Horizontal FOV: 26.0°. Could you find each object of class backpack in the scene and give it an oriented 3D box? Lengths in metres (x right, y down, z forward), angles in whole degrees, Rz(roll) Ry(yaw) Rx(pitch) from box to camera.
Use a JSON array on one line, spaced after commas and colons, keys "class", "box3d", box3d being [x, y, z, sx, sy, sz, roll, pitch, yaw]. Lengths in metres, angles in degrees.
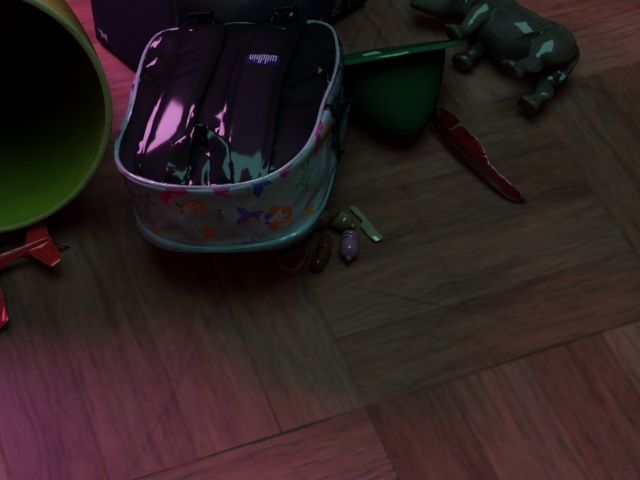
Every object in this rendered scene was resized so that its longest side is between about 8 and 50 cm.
[{"class": "backpack", "box3d": [-0.087, -0.093, 1.396, 0.225, 0.191, 0.253, 0, 40, 11]}]

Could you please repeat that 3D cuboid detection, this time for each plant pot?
[{"class": "plant pot", "box3d": [-0.363, -0.196, 1.461, 0.275, 0.275, 0.293, -7, 32, -7]}]

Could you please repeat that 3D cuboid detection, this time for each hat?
[{"class": "hat", "box3d": [0.090, -0.120, 1.534, 0.173, 0.183, 0.208, -13, 10, -20]}]

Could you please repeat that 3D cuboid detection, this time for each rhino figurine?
[{"class": "rhino figurine", "box3d": [0.195, -0.247, 1.609, 0.106, 0.073, 0.243, -37, 58, -23]}]

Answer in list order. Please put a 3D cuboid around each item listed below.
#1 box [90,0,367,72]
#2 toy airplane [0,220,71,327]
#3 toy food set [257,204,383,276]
[{"class": "box", "box3d": [-0.101, -0.352, 1.548, 0.294, 0.296, 0.183, -34, 59, -25]}, {"class": "toy airplane", "box3d": [-0.325, 0.024, 1.402, 0.151, 0.028, 0.151, 0, 49, 0]}, {"class": "toy food set", "box3d": [0.000, 0.000, 1.433, 0.122, 0.019, 0.078, -26, 55, -21]}]
